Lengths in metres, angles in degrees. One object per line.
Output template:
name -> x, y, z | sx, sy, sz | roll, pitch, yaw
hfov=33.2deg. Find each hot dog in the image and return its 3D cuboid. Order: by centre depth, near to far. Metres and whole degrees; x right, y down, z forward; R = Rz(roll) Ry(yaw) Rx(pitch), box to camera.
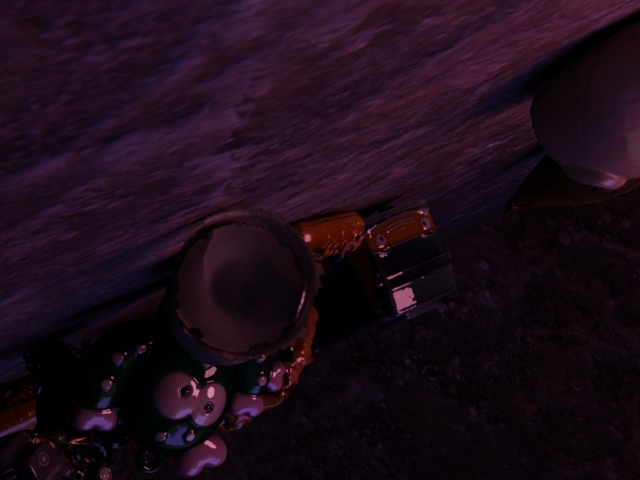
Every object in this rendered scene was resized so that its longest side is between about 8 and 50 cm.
hot dog -> 0.000, 0.000, 1.348 | 0.072, 0.055, 0.188 | -29, 172, 31
hot dog -> -0.521, 0.277, 1.697 | 0.249, 0.076, 0.102 | -22, -153, -24

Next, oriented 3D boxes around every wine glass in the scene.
wine glass -> -0.091, 0.062, 1.104 | 0.143, 0.143, 0.321 | -23, 175, -13

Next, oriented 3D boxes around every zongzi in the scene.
zongzi -> 0.379, -0.106, 1.674 | 0.289, 0.123, 0.260 | -22, 172, 25

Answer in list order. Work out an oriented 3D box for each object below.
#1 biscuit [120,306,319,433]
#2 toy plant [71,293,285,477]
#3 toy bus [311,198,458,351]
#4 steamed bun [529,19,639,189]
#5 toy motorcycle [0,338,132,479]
biscuit -> -0.150, 0.175, 1.523 | 0.334, 0.081, 0.289 | -11, -145, 29
toy plant -> -0.169, 0.170, 1.304 | 0.243, 0.232, 0.112 | -50, -154, -12
toy bus -> 0.064, 0.055, 1.577 | 0.138, 0.167, 0.275 | -20, 173, -33
steamed bun -> 0.301, -0.127, 1.016 | 0.177, 0.130, 0.228 | -24, 174, -26
toy motorcycle -> -0.323, 0.227, 1.306 | 0.125, 0.187, 0.274 | -23, -165, 26
